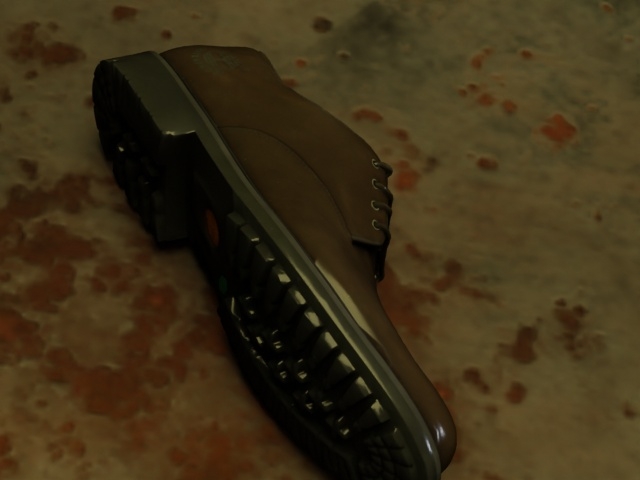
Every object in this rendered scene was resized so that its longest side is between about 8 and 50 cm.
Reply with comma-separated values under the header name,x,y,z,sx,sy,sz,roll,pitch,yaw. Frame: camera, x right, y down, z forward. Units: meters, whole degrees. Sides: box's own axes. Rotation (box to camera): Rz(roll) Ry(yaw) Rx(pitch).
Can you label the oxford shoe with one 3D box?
name,x,y,z,sx,sy,sz,roll,pitch,yaw
oxford shoe,0.000,0.000,0.699,0.096,0.083,0.227,-18,60,-26
